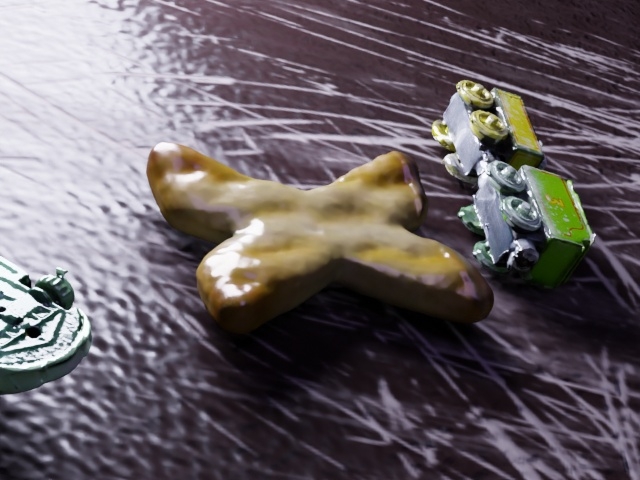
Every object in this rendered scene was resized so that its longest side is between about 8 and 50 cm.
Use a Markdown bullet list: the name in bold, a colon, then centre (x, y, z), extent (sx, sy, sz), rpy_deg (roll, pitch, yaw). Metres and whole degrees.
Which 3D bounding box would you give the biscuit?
- **biscuit**: centre (-0.001, 0.000, 1.009), extent (0.208, 0.047, 0.164), rpy_deg (0, 42, -29)

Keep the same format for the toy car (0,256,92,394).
- **toy car**: centre (-0.211, 0.038, 0.837), extent (0.186, 0.058, 0.093), rpy_deg (26, 35, 23)

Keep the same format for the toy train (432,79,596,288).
- **toy train**: centre (0.141, -0.045, 1.136), extent (0.081, 0.060, 0.202), rpy_deg (15, 36, -23)
